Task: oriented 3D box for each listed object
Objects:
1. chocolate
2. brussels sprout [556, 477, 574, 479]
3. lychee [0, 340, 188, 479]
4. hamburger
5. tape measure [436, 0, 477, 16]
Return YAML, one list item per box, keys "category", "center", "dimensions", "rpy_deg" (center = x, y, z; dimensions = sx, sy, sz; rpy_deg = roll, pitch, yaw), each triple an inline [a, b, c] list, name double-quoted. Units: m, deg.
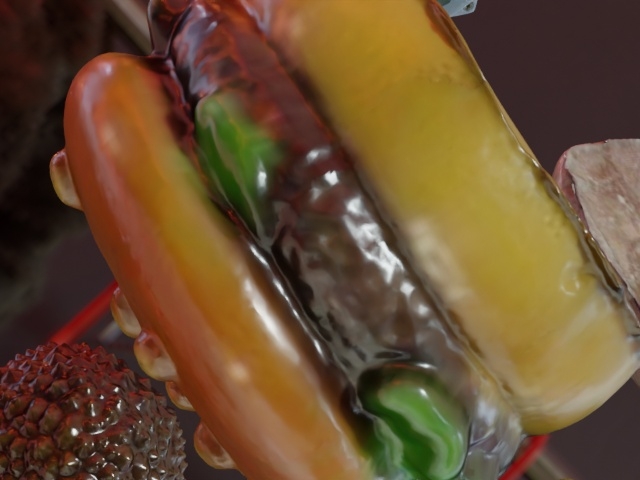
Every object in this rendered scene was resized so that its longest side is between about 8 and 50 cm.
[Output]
- category: "chocolate"
  center: [0.334, 0.039, 1.925]
  dimensions: [0.100, 0.185, 0.303]
  rpy_deg: [-46, -121, 48]
- category: "brussels sprout"
  center: [0.216, 0.377, 1.640]
  dimensions: [0.268, 0.344, 0.344]
  rpy_deg: [36, -14, 49]
- category: "lychee"
  center: [-0.249, 0.219, 1.886]
  dimensions: [0.267, 0.267, 0.267]
  rpy_deg: [45, -10, 10]
- category: "hamburger"
  center: [0.000, 0.000, 1.241]
  dimensions: [0.395, 0.277, 0.396]
  rpy_deg: [58, 0, 0]
- category: "tape measure"
  center: [0.100, -0.315, 2.036]
  dimensions: [0.107, 0.182, 0.181]
  rpy_deg: [-114, -166, -50]
